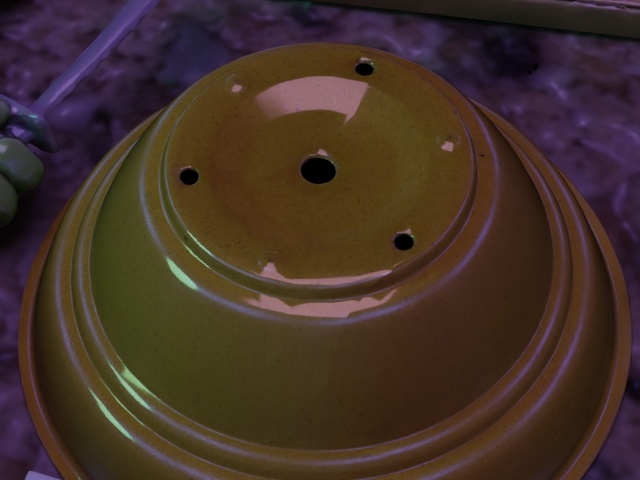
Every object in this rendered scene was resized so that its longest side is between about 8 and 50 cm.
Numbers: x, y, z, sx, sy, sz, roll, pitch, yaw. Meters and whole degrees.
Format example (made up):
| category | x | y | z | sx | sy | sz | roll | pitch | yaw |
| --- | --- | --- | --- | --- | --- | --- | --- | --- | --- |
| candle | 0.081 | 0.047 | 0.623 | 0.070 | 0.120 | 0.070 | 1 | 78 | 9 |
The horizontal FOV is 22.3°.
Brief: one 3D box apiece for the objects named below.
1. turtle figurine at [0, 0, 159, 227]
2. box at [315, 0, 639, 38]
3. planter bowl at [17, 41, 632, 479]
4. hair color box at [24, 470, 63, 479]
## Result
| category | x | y | z | sx | sy | sz | roll | pitch | yaw |
| --- | --- | --- | --- | --- | --- | --- | --- | --- | --- |
| turtle figurine | -0.177 | -0.044 | 0.509 | 0.274 | 0.198 | 0.266 | -9 | 61 | 5 |
| box | 0.065 | -0.161 | 0.697 | 0.201 | 0.021 | 0.164 | 8 | 55 | 7 |
| planter bowl | 0.000 | 0.000 | 0.541 | 0.217 | 0.090 | 0.217 | -1 | 54 | 1 |
| hair color box | -0.022 | 0.137 | 0.465 | 0.167 | 0.053 | 0.093 | 15 | 57 | 10 |
